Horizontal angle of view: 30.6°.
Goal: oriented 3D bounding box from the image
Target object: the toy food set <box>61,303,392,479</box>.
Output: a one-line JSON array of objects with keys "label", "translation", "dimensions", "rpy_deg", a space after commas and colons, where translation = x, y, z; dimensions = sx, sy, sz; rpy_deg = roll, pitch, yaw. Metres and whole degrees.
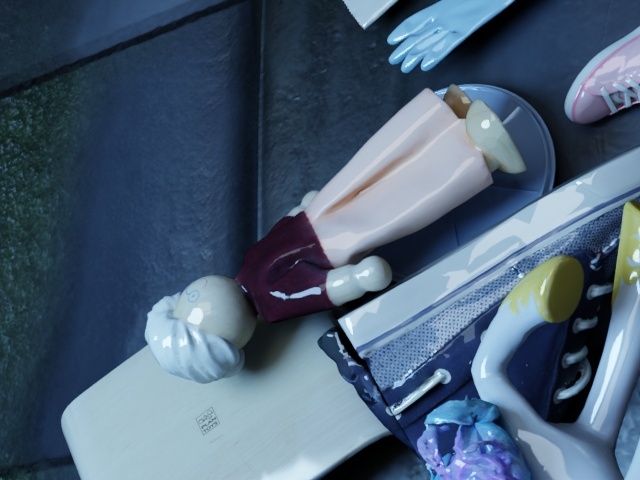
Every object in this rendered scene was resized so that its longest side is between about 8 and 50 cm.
[{"label": "toy food set", "translation": [-0.080, 0.177, 1.053], "dimensions": [0.306, 0.092, 0.220], "rpy_deg": [-36, 51, 4]}]

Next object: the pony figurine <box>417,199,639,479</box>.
[{"label": "pony figurine", "translation": [0.185, 0.197, 0.719], "dimensions": [0.351, 0.303, 0.363], "rpy_deg": [47, 118, 50]}]

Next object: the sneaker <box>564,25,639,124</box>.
[{"label": "sneaker", "translation": [0.272, -0.136, 0.979], "dimensions": [0.134, 0.051, 0.070], "rpy_deg": [-40, 47, 6]}]

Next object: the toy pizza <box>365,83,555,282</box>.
[{"label": "toy pizza", "translation": [0.118, -0.048, 1.052], "dimensions": [0.201, 0.032, 0.201], "rpy_deg": [-14, 60, 26]}]

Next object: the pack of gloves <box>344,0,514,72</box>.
[{"label": "pack of gloves", "translation": [0.146, -0.260, 1.142], "dimensions": [0.232, 0.046, 0.195], "rpy_deg": [-37, 41, 10]}]

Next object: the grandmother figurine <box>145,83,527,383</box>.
[{"label": "grandmother figurine", "translation": [0.000, 0.000, 0.988], "dimensions": [0.342, 0.104, 0.208], "rpy_deg": [-36, 12, 1]}]

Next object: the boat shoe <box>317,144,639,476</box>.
[{"label": "boat shoe", "translation": [0.180, 0.054, 0.919], "dimensions": [0.340, 0.127, 0.158], "rpy_deg": [-31, 87, 6]}]
